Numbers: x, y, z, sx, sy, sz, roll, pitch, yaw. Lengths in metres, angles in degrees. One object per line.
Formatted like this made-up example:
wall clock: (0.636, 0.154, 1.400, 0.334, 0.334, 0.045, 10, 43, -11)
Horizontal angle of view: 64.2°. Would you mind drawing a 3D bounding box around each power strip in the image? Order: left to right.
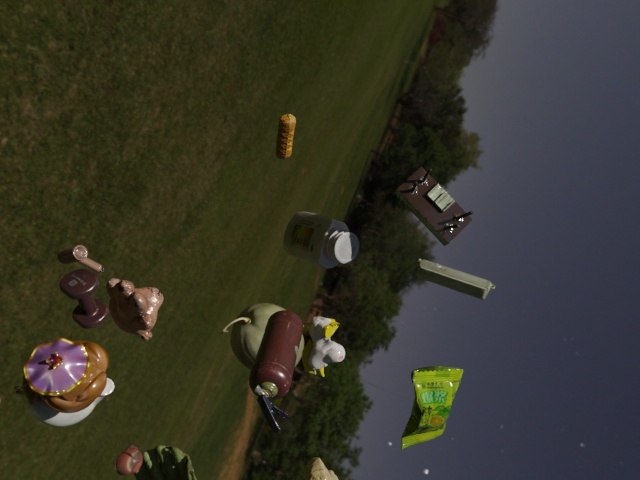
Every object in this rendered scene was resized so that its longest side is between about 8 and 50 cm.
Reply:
power strip: (0.455, 0.132, 1.746, 0.078, 0.272, 0.052, -37, 142, -61)

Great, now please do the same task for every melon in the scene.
melon: (-0.196, 0.364, 1.879, 0.308, 0.271, 0.272, 80, 24, -43)

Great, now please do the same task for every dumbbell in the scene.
dumbbell: (-0.916, 0.228, 1.989, 0.124, 0.140, 0.225, -43, 150, -39)

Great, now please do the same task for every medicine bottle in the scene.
medicine bottle: (0.000, 0.000, 1.851, 0.324, 0.124, 0.179, 17, -93, 52)

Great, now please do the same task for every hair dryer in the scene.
hair dryer: (-0.938, 0.086, 2.031, 0.181, 0.117, 0.064, 44, 44, -45)

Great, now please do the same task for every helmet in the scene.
helmet: (-0.492, 0.578, 1.343, 0.084, 0.049, 0.065, -38, 114, -60)

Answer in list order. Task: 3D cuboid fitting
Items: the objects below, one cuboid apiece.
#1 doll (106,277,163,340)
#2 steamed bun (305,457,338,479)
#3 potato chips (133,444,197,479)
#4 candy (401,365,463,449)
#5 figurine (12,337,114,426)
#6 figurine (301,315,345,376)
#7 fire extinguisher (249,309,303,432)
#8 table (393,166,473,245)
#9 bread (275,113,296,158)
doll: (-0.554, 0.184, 1.568, 0.156, 0.201, 0.303, -36, 175, -33)
steamed bun: (0.019, 0.867, 1.667, 0.137, 0.292, 0.295, -32, 164, -2)
potato chips: (-0.427, 0.783, 1.387, 0.389, 0.097, 0.373, 29, -75, 48)
candy: (0.299, 0.454, 1.375, 0.069, 0.149, 0.246, -123, -143, -59)
figurine: (-0.517, 0.290, 1.035, 0.263, 0.189, 0.142, -50, -136, 47)
figurine: (0.003, 0.309, 1.486, 0.109, 0.129, 0.178, -88, 167, -81)
fire extinguisher: (-0.102, 0.318, 1.260, 0.102, 0.138, 0.344, -35, -162, 20)
table: (0.368, -0.119, 1.614, 0.121, 0.240, 0.111, -42, 176, -17)
bread: (-0.108, -0.318, 1.571, 0.157, 0.052, 0.044, 103, -16, -45)
